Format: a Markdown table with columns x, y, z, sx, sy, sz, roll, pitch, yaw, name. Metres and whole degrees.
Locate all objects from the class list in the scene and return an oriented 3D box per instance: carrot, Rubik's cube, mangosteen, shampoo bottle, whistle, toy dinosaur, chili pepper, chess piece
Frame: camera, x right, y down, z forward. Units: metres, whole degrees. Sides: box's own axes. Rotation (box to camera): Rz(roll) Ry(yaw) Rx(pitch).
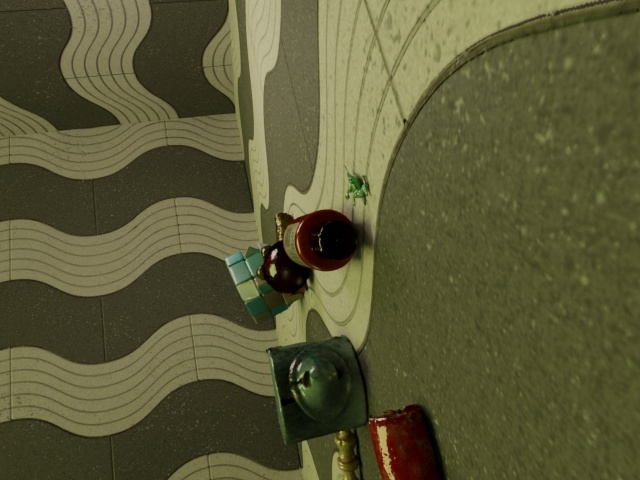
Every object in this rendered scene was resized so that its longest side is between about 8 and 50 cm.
| x | y | z | sx | sy | sz | roll | pitch | yaw | name |
| --- | --- | --- | --- | --- | --- | --- | --- | --- | --- |
| -0.095 | 0.038 | 1.428 | 0.070 | 0.070 | 0.260 | 116 | 146 | -71 | carrot |
| -0.172 | 0.120 | 1.550 | 0.265 | 0.213 | 0.224 | 56 | 170 | 40 | Rubik's cube |
| -0.104 | 0.072 | 1.287 | 0.152 | 0.152 | 0.153 | 171 | 90 | -79 | mangosteen |
| 0.000 | 0.000 | 0.816 | 0.278 | 0.104 | 0.104 | 179 | 82 | -79 | shampoo bottle |
| -0.027 | 0.295 | 1.027 | 0.405 | 0.168 | 0.188 | -158 | 59 | -77 | whistle |
| 0.052 | -0.089 | 0.707 | 0.062 | 0.021 | 0.083 | 128 | 128 | -65 | toy dinosaur |
| 0.111 | 0.277 | 0.589 | 0.070 | 0.073 | 0.123 | -26 | 74 | 44 | chili pepper |
| 0.063 | 0.498 | 1.044 | 0.060 | 0.060 | 0.172 | -160 | 64 | -77 | chess piece |
